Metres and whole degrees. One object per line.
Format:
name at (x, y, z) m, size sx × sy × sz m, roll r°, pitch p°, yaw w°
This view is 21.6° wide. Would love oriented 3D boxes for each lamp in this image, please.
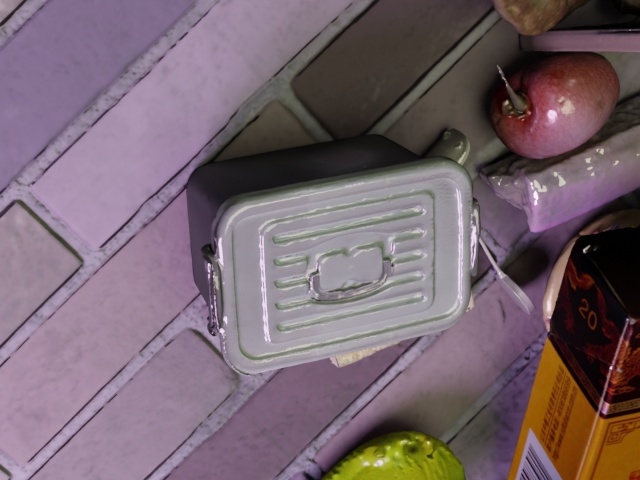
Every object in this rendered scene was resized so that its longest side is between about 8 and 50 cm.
lamp at (0.154, -0.012, 1.539) m, size 0.056 × 0.050 × 0.198 m, roll -40°, pitch 120°, yaw -5°

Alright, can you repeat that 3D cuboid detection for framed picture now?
framed picture at (0.364, -0.186, 1.455) m, size 0.315 × 0.232 × 0.024 m, roll -7°, pitch 99°, yaw -20°

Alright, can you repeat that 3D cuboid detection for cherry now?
cherry at (0.212, -0.122, 1.487) m, size 0.126 × 0.106 × 0.087 m, roll -16°, pitch 88°, yaw -14°

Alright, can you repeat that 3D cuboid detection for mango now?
mango at (0.055, 0.250, 1.580) m, size 0.178 × 0.100 × 0.119 m, roll -23°, pitch 82°, yaw -4°

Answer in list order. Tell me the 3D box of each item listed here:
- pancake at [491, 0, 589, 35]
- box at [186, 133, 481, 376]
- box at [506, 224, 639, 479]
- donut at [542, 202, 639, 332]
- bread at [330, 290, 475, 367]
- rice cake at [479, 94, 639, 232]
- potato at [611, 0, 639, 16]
pancake at (0.218, -0.284, 1.410) m, size 0.236 × 0.042 × 0.222 m, roll -58°, pitch 152°, yaw 1°
box at (0.000, 0.000, 1.430) m, size 0.243 × 0.135 × 0.163 m, roll -13°, pitch 116°, yaw -19°
box at (0.332, 0.155, 1.573) m, size 0.264 × 0.116 × 0.415 m, roll -10°, pitch 135°, yaw -18°
donut at (0.296, 0.054, 1.617) m, size 0.174 × 0.068 × 0.175 m, roll -8°, pitch 113°, yaw -19°
bread at (0.070, 0.059, 1.545) m, size 0.153 × 0.028 × 0.068 m, roll -23°, pitch 118°, yaw -14°
rice cake at (0.339, -0.107, 1.571) m, size 0.399 × 0.064 × 0.070 m, roll -23°, pitch 124°, yaw -13°
potato at (0.343, -0.308, 1.432) m, size 0.100 × 0.120 × 0.261 m, roll -47°, pitch 156°, yaw -44°
